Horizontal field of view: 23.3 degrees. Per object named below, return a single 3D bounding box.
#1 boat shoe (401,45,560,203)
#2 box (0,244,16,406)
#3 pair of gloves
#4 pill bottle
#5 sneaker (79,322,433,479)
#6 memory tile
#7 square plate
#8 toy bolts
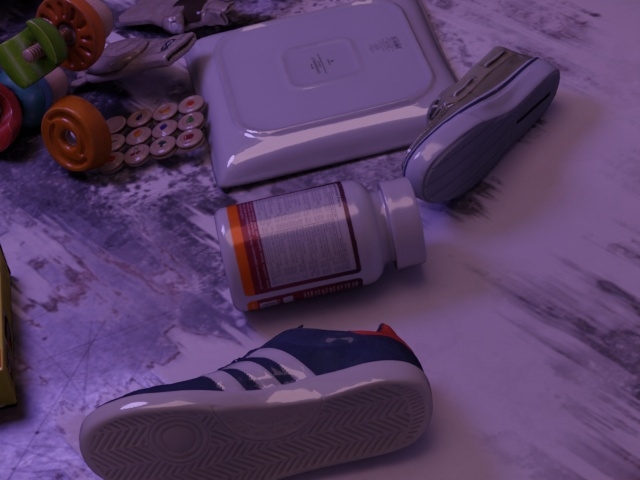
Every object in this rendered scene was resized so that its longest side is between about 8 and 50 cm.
[{"bbox_3d":[0.178,-0.142,1.872,0.094,0.109,0.302,29,43,25],"label":"boat shoe"},{"bbox_3d":[-0.395,0.097,1.754,0.087,0.058,0.232,-12,40,-2],"label":"box"},{"bbox_3d":[-0.224,-0.288,2.170,0.204,0.042,0.240,-4,33,33],"label":"pair of gloves"},{"bbox_3d":[0.000,0.000,1.731,0.221,0.121,0.121,-12,39,-2],"label":"pill bottle"},{"bbox_3d":[-0.068,0.160,1.565,0.350,0.131,0.148,-7,32,-4],"label":"sneaker"},{"bbox_3d":[-0.219,-0.140,2.012,0.148,0.012,0.113,-15,40,12],"label":"memory tile"},{"bbox_3d":[0.003,-0.219,2.050,0.344,0.049,0.347,-14,39,-3],"label":"square plate"},{"bbox_3d":[-0.341,-0.196,2.041,0.228,0.218,0.158,-24,10,42],"label":"toy bolts"}]
